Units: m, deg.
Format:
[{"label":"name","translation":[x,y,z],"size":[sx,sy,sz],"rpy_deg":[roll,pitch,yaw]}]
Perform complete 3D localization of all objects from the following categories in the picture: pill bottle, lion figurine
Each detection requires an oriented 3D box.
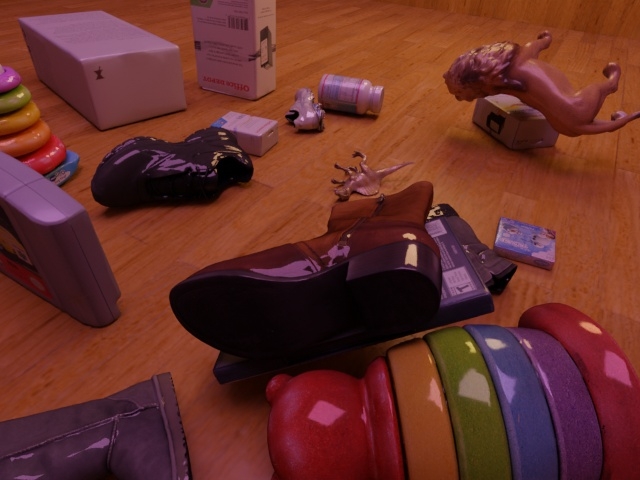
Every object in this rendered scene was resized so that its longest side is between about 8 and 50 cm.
[{"label":"pill bottle","translation":[0.079,-0.374,1.120],"size":[0.160,0.087,0.087],"rpy_deg":[13,39,12]},{"label":"lion figurine","translation":[0.473,-0.316,0.919],"size":[0.240,0.142,0.392],"rpy_deg":[-32,54,-24]}]

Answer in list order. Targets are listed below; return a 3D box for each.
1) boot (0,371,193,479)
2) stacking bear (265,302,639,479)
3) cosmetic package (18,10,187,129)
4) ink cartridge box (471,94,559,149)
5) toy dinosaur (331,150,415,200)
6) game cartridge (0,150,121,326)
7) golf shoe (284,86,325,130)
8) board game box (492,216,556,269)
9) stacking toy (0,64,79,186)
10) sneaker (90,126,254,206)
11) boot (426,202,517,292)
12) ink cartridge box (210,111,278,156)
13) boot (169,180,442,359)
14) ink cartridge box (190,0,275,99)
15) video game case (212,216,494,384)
[{"label":"boot","translation":[-0.221,0.205,0.367],"size":[0.208,0.076,0.189],"rpy_deg":[-8,25,-25]},{"label":"stacking bear","translation":[0.096,0.158,0.383],"size":[0.288,0.164,0.176],"rpy_deg":[-9,73,3]},{"label":"cosmetic package","translation":[-0.565,-0.458,1.121],"size":[0.230,0.162,0.453],"rpy_deg":[-27,47,-34]},{"label":"ink cartridge box","translation":[0.477,-0.296,1.059],"size":[0.127,0.073,0.175],"rpy_deg":[-8,39,-14]},{"label":"toy dinosaur","translation":[0.087,-0.126,0.846],"size":[0.183,0.053,0.093],"rpy_deg":[-27,62,-23]},{"label":"game cartridge","translation":[-0.386,-0.020,0.545],"size":[0.294,0.196,0.060],"rpy_deg":[21,40,22]},{"label":"golf shoe","translation":[-0.051,-0.325,1.069],"size":[0.085,0.069,0.176],"rpy_deg":[-13,39,-11]},{"label":"board game box","translation":[0.333,0.002,0.709],"size":[0.090,0.020,0.090],"rpy_deg":[17,41,17]},{"label":"stacking toy","translation":[-0.543,-0.231,0.717],"size":[0.165,0.302,0.175],"rpy_deg":[12,38,12]},{"label":"sneaker","translation":[-0.247,-0.120,0.763],"size":[0.286,0.109,0.130],"rpy_deg":[-27,53,-30]},{"label":"boot","translation":[0.150,0.034,0.612],"size":[0.246,0.084,0.161],"rpy_deg":[-18,48,-23]},{"label":"ink cartridge box","translation":[-0.163,-0.235,0.952],"size":[0.122,0.052,0.089],"rpy_deg":[15,40,17]},{"label":"boot","translation":[0.000,0.000,0.493],"size":[0.263,0.096,0.280],"rpy_deg":[-16,21,17]},{"label":"ink cartridge box","translation":[-0.230,-0.543,1.166],"size":[0.198,0.273,0.115],"rpy_deg":[19,38,19]},{"label":"video game case","translation":[0.029,0.057,0.493],"size":[0.273,0.026,0.196],"rpy_deg":[-19,21,12]}]
